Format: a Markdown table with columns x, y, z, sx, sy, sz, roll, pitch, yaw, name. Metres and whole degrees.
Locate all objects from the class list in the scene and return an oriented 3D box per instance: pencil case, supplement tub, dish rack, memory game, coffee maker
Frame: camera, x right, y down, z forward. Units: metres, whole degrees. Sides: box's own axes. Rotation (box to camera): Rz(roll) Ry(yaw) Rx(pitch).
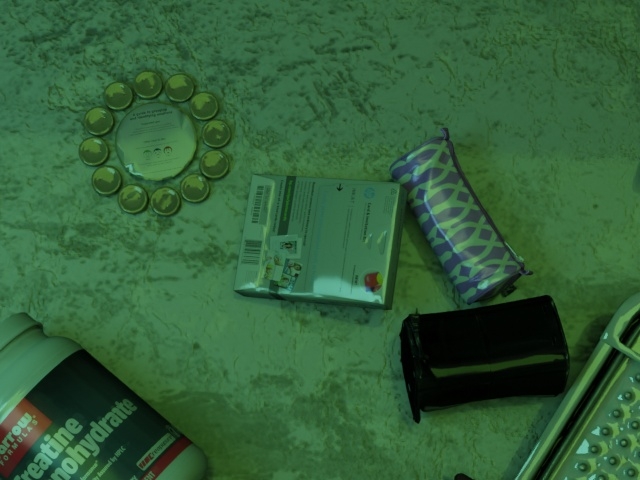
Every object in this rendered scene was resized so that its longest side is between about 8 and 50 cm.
| x | y | z | sx | sy | sz | roll | pitch | yaw | name |
| --- | --- | --- | --- | --- | --- | --- | --- | --- | --- |
| 0.163 | -0.023 | 1.723 | 0.088 | 0.086 | 0.206 | -35 | 82 | 25 | pencil case |
| -0.278 | 0.228 | 1.606 | 0.272 | 0.191 | 0.191 | 39 | 80 | 5 | supplement tub |
| 0.398 | 0.251 | 1.649 | 0.286 | 0.072 | 0.332 | 32 | 89 | 15 | dish rack |
| -0.199 | -0.117 | 1.768 | 0.186 | 0.012 | 0.186 | 0 | 79 | -1 | memory game |
| 0.186 | 0.130 | 1.651 | 0.178 | 0.171 | 0.120 | -9 | 80 | -4 | coffee maker |

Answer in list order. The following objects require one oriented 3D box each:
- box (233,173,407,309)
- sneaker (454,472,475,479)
| x | y | z | sx | sy | sz | roll | pitch | yaw | name |
| --- | --- | --- | --- | --- | --- | --- | --- | --- | --- |
| 0.000 | 0.000 | 1.708 | 0.186 | 0.038 | 0.145 | 4 | 78 | 21 | box |
| 0.124 | 0.389 | 1.651 | 0.162 | 0.106 | 0.281 | 33 | 94 | 32 | sneaker |
